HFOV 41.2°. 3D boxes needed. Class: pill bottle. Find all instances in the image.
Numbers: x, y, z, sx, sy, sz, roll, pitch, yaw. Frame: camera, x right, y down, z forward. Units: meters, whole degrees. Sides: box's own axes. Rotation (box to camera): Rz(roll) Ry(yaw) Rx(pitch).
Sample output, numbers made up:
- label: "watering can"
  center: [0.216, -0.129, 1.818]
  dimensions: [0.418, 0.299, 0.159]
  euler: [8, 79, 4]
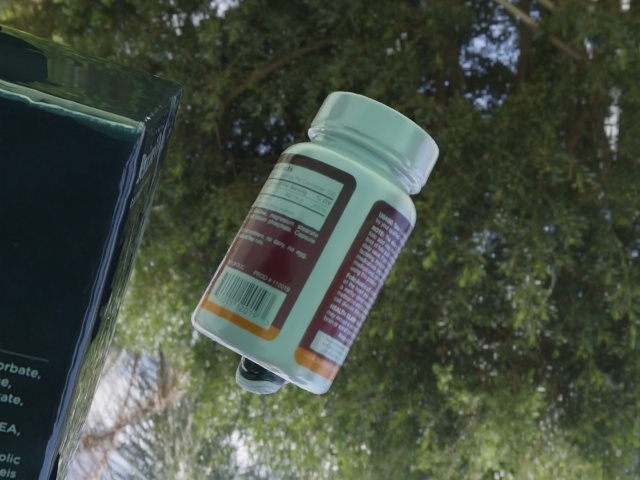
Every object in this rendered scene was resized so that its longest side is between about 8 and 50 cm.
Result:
- label: "pill bottle"
  center: [0.000, 0.000, 1.228]
  dimensions: [0.224, 0.224, 0.392]
  euler: [22, -101, 40]

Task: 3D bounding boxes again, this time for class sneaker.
- label: "sneaker"
  center: [-0.058, 0.178, 1.625]
  dimensions: [0.101, 0.153, 0.268]
  euler: [20, -155, 24]

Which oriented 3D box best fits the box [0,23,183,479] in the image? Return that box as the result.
- label: "box"
  center: [-0.335, 0.053, 0.766]
  dimensions: [0.297, 0.472, 0.480]
  euler: [15, -168, -10]
